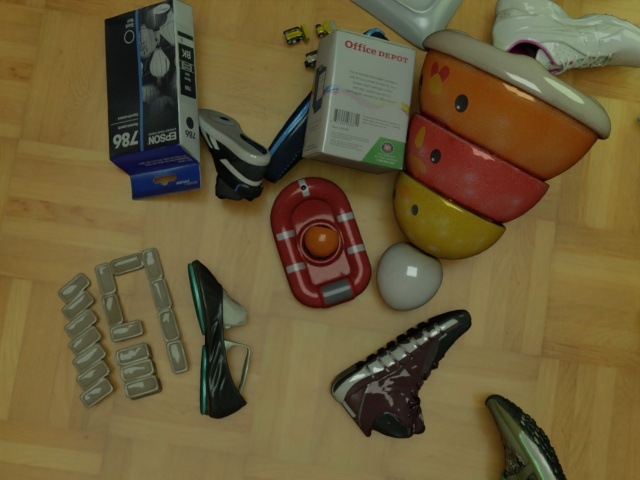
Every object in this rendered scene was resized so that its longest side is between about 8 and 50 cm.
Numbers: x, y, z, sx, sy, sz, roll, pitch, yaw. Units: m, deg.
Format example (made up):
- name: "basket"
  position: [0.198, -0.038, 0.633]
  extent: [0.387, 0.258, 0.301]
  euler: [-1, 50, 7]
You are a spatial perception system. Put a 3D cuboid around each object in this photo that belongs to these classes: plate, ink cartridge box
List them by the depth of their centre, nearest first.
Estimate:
- name: "ink cartridge box"
  position: [0.067, -0.232, 1.586]
  extent: [0.154, 0.093, 0.213]
  euler: [10, 85, -22]
- name: "ink cartridge box"
  position: [-0.299, -0.247, 1.663]
  extent: [0.165, 0.065, 0.333]
  euler: [-9, 83, 28]
- name: "plate"
  position: [0.166, -0.544, 1.762]
  extent: [0.278, 0.045, 0.277]
  euler: [35, 84, 3]

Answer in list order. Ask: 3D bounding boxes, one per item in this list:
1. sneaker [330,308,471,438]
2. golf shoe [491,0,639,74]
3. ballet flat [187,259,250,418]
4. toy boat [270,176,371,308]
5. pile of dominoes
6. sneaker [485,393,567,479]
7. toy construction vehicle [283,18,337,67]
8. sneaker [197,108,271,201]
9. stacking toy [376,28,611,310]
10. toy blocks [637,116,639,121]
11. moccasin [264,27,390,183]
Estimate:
- name: "sneaker"
  position: [0.171, 0.249, 1.651]
  extent: [0.281, 0.106, 0.163]
  euler: [-32, 91, 5]
- name: "golf shoe"
  position: [0.456, -0.349, 1.711]
  extent: [0.306, 0.115, 0.140]
  euler: [16, 71, 7]
- name: "ballet flat"
  position: [-0.175, 0.170, 1.648]
  extent: [0.096, 0.095, 0.281]
  euler: [-5, 94, -13]
- name: "toy boat"
  position: [0.000, 0.000, 1.638]
  extent: [0.150, 0.151, 0.231]
  euler: [-18, 85, -5]
- name: "pile of dominoes"
  position: [-0.353, 0.159, 1.674]
  extent: [0.195, 0.040, 0.251]
  euler: [-16, 76, -4]
- name: "sneaker"
  position: [0.348, 0.471, 1.614]
  extent: [0.182, 0.158, 0.411]
  euler: [-24, 80, 13]
- name: "toy construction vehicle"
  position: [-0.009, -0.364, 1.743]
  extent: [0.098, 0.035, 0.086]
  euler: [-22, 74, -7]
- name: "sneaker"
  position: [-0.175, -0.143, 1.663]
  extent: [0.079, 0.217, 0.121]
  euler: [-1, 121, -37]
- name: "stacking toy"
  position: [0.242, -0.086, 1.615]
  extent: [0.350, 0.350, 0.480]
  euler: [27, 98, 1]
- name: "toy blocks"
  position: [0.649, -0.172, 1.734]
  extent: [0.148, 0.054, 0.123]
  euler: [20, 82, 0]
- name: "moccasin"
  position: [0.028, -0.226, 1.674]
  extent: [0.117, 0.138, 0.342]
  euler: [41, 87, -11]
